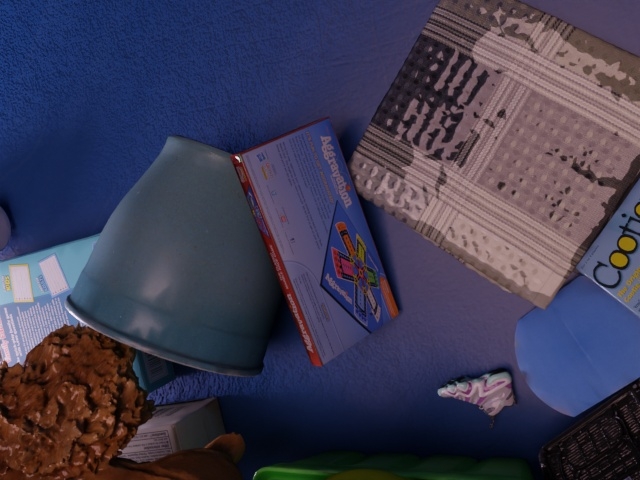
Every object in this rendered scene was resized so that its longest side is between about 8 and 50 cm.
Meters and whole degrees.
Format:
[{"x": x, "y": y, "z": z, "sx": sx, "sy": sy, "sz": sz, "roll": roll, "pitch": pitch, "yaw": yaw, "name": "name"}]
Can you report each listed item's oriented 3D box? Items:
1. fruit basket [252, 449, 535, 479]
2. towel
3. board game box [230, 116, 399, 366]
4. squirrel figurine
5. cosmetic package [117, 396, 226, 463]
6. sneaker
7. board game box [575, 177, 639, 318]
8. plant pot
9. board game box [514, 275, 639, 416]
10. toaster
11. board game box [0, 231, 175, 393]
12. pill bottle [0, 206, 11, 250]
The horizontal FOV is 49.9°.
[{"x": 0.079, "y": 0.376, "z": 0.792, "sx": 0.392, "sy": 0.392, "sz": 0.282, "roll": -5, "pitch": 94, "yaw": 23, "name": "fruit basket"}, {"x": 0.224, "y": -0.119, "z": 0.846, "sx": 0.324, "sy": 0.056, "sz": 0.312, "roll": 34, "pitch": 105, "yaw": 18, "name": "towel"}, {"x": 0.000, "y": 0.000, "z": 0.869, "sx": 0.027, "sy": 0.145, "sz": 0.281, "roll": -2, "pitch": 112, "yaw": 55, "name": "board game box"}, {"x": -0.286, "y": 0.303, "z": 0.854, "sx": 0.371, "sy": 0.281, "sz": 0.396, "roll": -16, "pitch": 92, "yaw": 17, "name": "squirrel figurine"}, {"x": -0.210, "y": 0.404, "z": 1.043, "sx": 0.153, "sy": 0.129, "sz": 0.296, "roll": -12, "pitch": 91, "yaw": 22, "name": "cosmetic package"}, {"x": 0.205, "y": 0.210, "z": 0.893, "sx": 0.098, "sy": 0.038, "sz": 0.069, "roll": -18, "pitch": 89, "yaw": 24, "name": "sneaker"}, {"x": 0.418, "y": 0.059, "z": 0.660, "sx": 0.144, "sy": 0.142, "sz": 0.275, "roll": -60, "pitch": 40, "yaw": 18, "name": "board game box"}, {"x": -0.158, "y": 0.009, "z": 0.916, "sx": 0.272, "sy": 0.272, "sz": 0.255, "roll": 21, "pitch": 88, "yaw": 19, "name": "plant pot"}, {"x": 0.319, "y": 0.126, "z": 0.834, "sx": 0.168, "sy": 0.033, "sz": 0.133, "roll": -45, "pitch": 57, "yaw": 29, "name": "board game box"}, {"x": 0.342, "y": 0.277, "z": 0.759, "sx": 0.110, "sy": 0.168, "sz": 0.186, "roll": 37, "pitch": 112, "yaw": -21, "name": "toaster"}, {"x": -0.421, "y": 0.137, "z": 1.126, "sx": 0.336, "sy": 0.079, "sz": 0.253, "roll": -13, "pitch": 92, "yaw": 24, "name": "board game box"}, {"x": -0.644, "y": -0.001, "z": 1.181, "sx": 0.209, "sy": 0.119, "sz": 0.119, "roll": -14, "pitch": 91, "yaw": 24, "name": "pill bottle"}]
